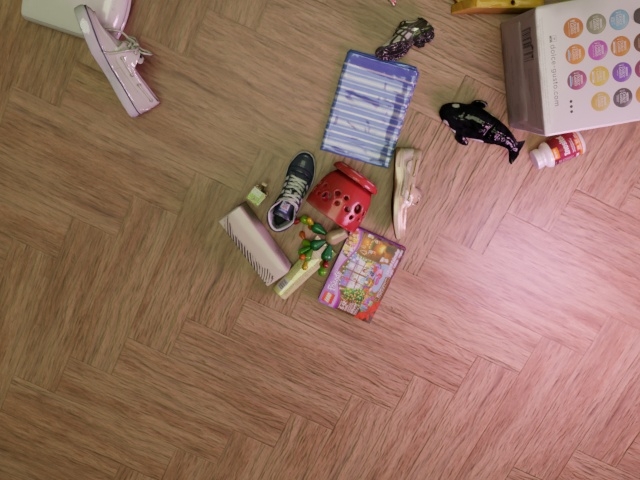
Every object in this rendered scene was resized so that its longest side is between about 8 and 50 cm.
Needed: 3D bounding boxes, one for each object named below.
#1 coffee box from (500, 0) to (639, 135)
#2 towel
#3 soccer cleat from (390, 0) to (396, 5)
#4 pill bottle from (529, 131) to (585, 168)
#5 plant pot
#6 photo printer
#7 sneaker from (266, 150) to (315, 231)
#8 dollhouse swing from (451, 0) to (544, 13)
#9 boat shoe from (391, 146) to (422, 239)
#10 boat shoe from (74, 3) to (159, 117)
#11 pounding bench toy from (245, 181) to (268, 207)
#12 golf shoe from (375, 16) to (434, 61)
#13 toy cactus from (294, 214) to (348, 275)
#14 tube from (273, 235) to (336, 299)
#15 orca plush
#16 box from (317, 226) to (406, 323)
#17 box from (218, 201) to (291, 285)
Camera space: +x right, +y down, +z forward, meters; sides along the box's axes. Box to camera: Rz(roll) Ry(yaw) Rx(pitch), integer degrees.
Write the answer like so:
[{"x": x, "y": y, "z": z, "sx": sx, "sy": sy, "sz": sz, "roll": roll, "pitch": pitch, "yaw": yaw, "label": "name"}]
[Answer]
[{"x": 0.744, "y": -0.505, "z": 1.610, "sx": 0.334, "sy": 0.338, "sz": 0.337, "roll": -9, "pitch": 104, "yaw": 5, "label": "coffee box"}, {"x": 0.158, "y": -0.423, "z": 1.809, "sx": 0.243, "sy": 0.040, "sz": 0.336, "roll": 16, "pitch": 103, "yaw": 0, "label": "towel"}, {"x": 0.208, "y": -0.766, "z": 1.737, "sx": 0.036, "sy": 0.029, "sz": 0.083, "roll": -22, "pitch": 98, "yaw": 16, "label": "soccer cleat"}, {"x": 0.756, "y": -0.287, "z": 1.788, "sx": 0.152, "sy": 0.086, "sz": 0.086, "roll": -24, "pitch": 100, "yaw": 7, "label": "pill bottle"}, {"x": 0.078, "y": -0.144, "z": 1.799, "sx": 0.191, "sy": 0.191, "sz": 0.174, "roll": 36, "pitch": 97, "yaw": -5, "label": "plant pot"}, {"x": -0.747, "y": -0.765, "z": 1.737, "sx": 0.307, "sy": 0.107, "sz": 0.256, "roll": 18, "pitch": 103, "yaw": -2, "label": "photo printer"}, {"x": -0.094, "y": -0.153, "z": 1.821, "sx": 0.099, "sy": 0.153, "sz": 0.282, "roll": 24, "pitch": 102, "yaw": -3, "label": "sneaker"}, {"x": 0.538, "y": -0.842, "z": 1.564, "sx": 0.315, "sy": 0.305, "sz": 0.347, "roll": 1, "pitch": 103, "yaw": 2, "label": "dollhouse swing"}, {"x": 0.285, "y": -0.152, "z": 1.831, "sx": 0.098, "sy": 0.109, "sz": 0.302, "roll": 2, "pitch": 97, "yaw": 3, "label": "boat shoe"}, {"x": -0.596, "y": -0.560, "z": 1.716, "sx": 0.156, "sy": 0.136, "sz": 0.367, "roll": -24, "pitch": 130, "yaw": -4, "label": "boat shoe"}, {"x": -0.202, "y": -0.162, "z": 1.869, "sx": 0.052, "sy": 0.065, "sz": 0.083, "roll": 38, "pitch": 101, "yaw": -5, "label": "pounding bench toy"}, {"x": 0.252, "y": -0.630, "z": 1.743, "sx": 0.198, "sy": 0.077, "sz": 0.094, "roll": -23, "pitch": 70, "yaw": -4, "label": "golf shoe"}, {"x": 0.000, "y": 0.000, "z": 1.848, "sx": 0.180, "sy": 0.112, "sz": 0.219, "roll": -23, "pitch": 65, "yaw": 14, "label": "toy cactus"}, {"x": -0.059, "y": 0.101, "z": 1.928, "sx": 0.240, "sy": 0.062, "sz": 0.070, "roll": -47, "pitch": 130, "yaw": 5, "label": "tube"}, {"x": 0.502, "y": -0.337, "z": 1.761, "sx": 0.287, "sy": 0.102, "sz": 0.151, "roll": 42, "pitch": 120, "yaw": -4, "label": "orca plush"}, {"x": 0.140, "y": 0.115, "z": 1.919, "sx": 0.201, "sy": 0.057, "sz": 0.293, "roll": 24, "pitch": 103, "yaw": -2, "label": "box"}, {"x": -0.217, "y": 0.009, "z": 1.886, "sx": 0.094, "sy": 0.113, "sz": 0.275, "roll": -35, "pitch": 97, "yaw": 10, "label": "box"}]
